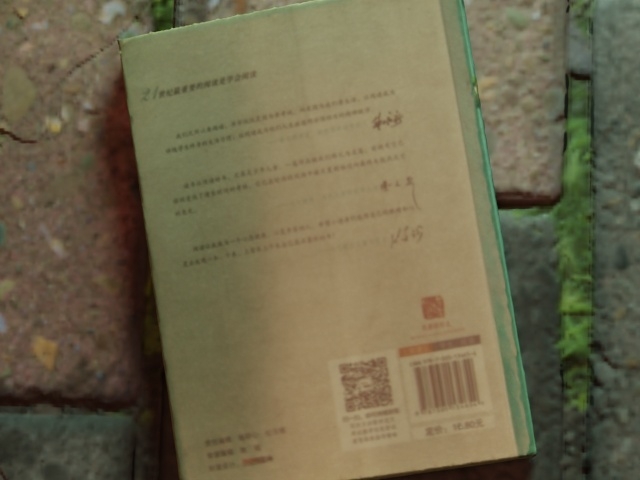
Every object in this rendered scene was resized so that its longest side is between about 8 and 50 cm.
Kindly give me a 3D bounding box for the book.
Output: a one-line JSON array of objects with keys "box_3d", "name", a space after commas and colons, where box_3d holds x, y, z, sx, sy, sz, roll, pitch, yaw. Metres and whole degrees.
[{"box_3d": [0.000, 0.000, 1.044, 0.215, 0.025, 0.282, -8, 81, 11], "name": "book"}]
